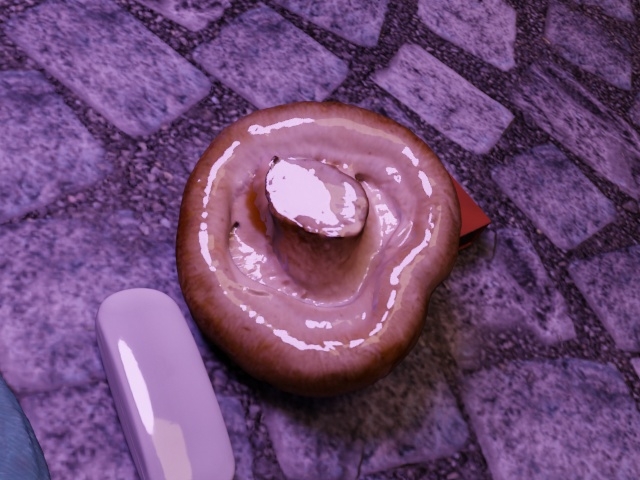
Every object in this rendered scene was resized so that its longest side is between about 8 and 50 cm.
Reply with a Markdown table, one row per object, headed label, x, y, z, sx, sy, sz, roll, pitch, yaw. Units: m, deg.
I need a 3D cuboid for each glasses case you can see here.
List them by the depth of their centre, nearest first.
| label | x | y | z | sx | sy | sz | roll | pitch | yaw |
| --- | --- | --- | --- | --- | --- | --- | --- | --- | --- |
| glasses case | -0.129 | 0.125 | 0.788 | 0.076 | 0.049 | 0.197 | -8 | 58 | -32 |

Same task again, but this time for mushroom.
| label | x | y | z | sx | sy | sz | roll | pitch | yaw |
| --- | --- | --- | --- | --- | --- | --- | --- | --- | --- |
| mushroom | 0.000 | 0.000 | 0.873 | 0.278 | 0.146 | 0.278 | 0 | 67 | 0 |

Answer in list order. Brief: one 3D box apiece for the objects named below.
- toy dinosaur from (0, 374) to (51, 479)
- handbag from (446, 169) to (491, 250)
| label | x | y | z | sx | sy | sz | roll | pitch | yaw |
| --- | --- | --- | --- | --- | --- | --- | --- | --- | --- |
| toy dinosaur | -0.289 | 0.191 | 0.620 | 0.331 | 0.129 | 0.383 | 38 | 39 | 13 |
| handbag | 0.079 | -0.029 | 1.026 | 0.190 | 0.063 | 0.127 | -21 | 65 | -42 |
